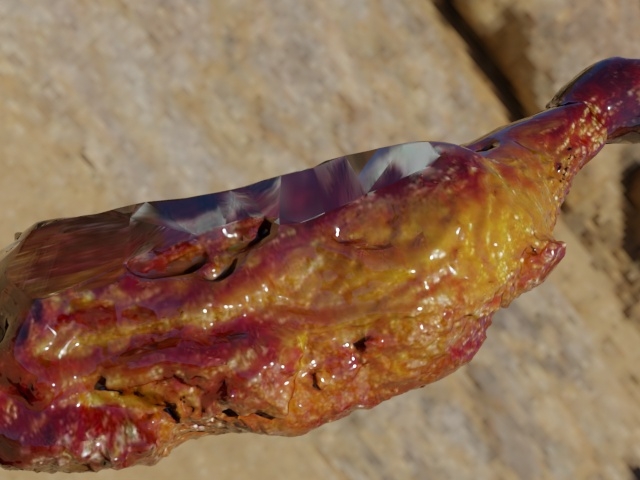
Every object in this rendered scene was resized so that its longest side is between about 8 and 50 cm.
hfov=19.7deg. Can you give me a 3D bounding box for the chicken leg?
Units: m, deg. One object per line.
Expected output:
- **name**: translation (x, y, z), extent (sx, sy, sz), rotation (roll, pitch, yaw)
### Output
- **chicken leg**: translation (0.001, 0.003, 0.436), extent (0.089, 0.219, 0.048), rotation (-126, -160, -51)
